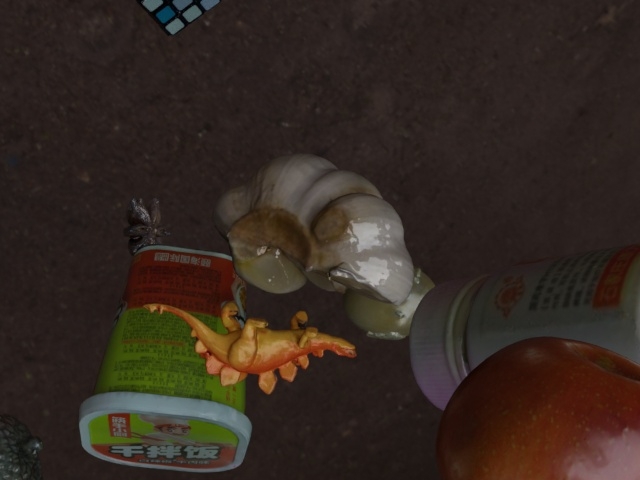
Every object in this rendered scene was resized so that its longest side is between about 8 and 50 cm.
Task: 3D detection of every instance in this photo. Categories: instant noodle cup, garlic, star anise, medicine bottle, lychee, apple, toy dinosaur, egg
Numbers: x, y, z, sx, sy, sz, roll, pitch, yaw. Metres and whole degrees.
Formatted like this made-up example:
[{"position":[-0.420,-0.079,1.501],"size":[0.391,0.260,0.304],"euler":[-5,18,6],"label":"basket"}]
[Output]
[{"position":[-0.237,0.190,1.507],"size":[0.294,0.307,0.294],"euler":[2,147,1],"label":"instant noodle cup"},{"position":[-0.001,-0.015,1.179],"size":[0.203,0.281,0.184],"euler":[36,62,-57],"label":"garlic"},{"position":[-0.417,-0.024,2.155],"size":[0.065,0.195,0.182],"euler":[3,143,17],"label":"star anise"},{"position":[0.308,0.128,1.155],"size":[0.219,0.219,0.388],"euler":[-8,176,-37],"label":"medicine bottle"},{"position":[-0.630,0.440,1.675],"size":[0.274,0.255,0.255],"euler":[-28,146,0],"label":"lychee"},{"position":[0.161,0.134,0.598],"size":[0.163,0.163,0.139],"euler":[11,116,-49],"label":"apple"},{"position":[-0.096,0.146,1.220],"size":[0.288,0.070,0.117],"euler":[7,111,-5],"label":"toy dinosaur"},{"position":[0.144,0.121,1.897],"size":[0.202,0.164,0.164],"euler":[-2,151,18],"label":"egg"}]

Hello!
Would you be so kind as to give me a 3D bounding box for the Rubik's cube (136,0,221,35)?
[{"position":[-0.242,-0.474,1.444],"size":[0.184,0.182,0.187],"euler":[-34,153,7],"label":"Rubik's cube"}]
